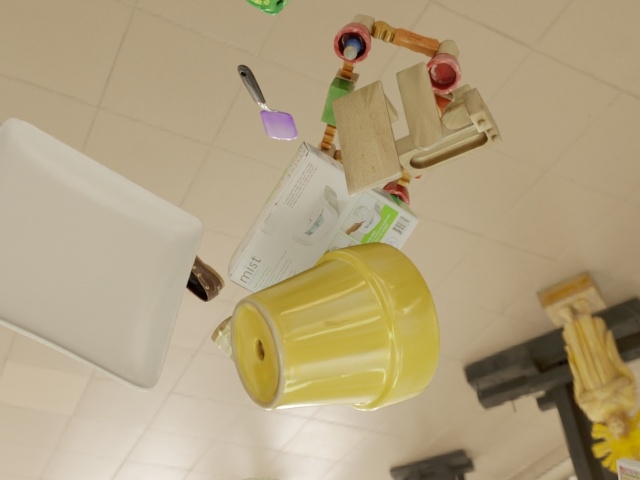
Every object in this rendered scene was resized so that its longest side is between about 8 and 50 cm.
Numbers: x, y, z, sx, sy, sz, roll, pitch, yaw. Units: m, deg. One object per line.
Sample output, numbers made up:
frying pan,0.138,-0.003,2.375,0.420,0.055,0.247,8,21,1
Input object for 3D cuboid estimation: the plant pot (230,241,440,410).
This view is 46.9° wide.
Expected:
plant pot,0.006,0.141,1.099,0.239,0.254,0.254,-9,143,-31

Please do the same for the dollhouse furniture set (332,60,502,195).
dollhouse furniture set,0.117,-0.090,0.793,0.144,0.123,0.151,-21,145,20

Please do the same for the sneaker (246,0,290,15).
sneaker,-0.084,-0.476,1.319,0.109,0.295,0.123,25,92,5

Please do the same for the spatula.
spatula,-0.119,-0.295,1.595,0.084,0.030,0.296,10,165,18

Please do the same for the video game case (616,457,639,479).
video game case,0.369,0.313,0.769,0.019,0.143,0.157,-5,174,-10

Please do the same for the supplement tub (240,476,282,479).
supplement tub,-0.101,0.528,1.141,0.191,0.191,0.272,6,114,-12

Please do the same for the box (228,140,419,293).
box,0.000,0.000,1.295,0.231,0.127,0.262,30,102,-12

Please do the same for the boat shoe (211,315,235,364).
boat shoe,-0.079,0.171,1.503,0.302,0.098,0.109,-20,150,-44

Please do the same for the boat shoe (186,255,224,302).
boat shoe,-0.320,0.062,1.733,0.207,0.073,0.073,38,131,3

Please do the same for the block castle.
block castle,0.140,-0.284,1.777,0.303,0.213,0.453,19,129,2

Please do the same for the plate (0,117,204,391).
plate,-0.287,0.015,0.851,0.277,0.278,0.045,30,130,-20
